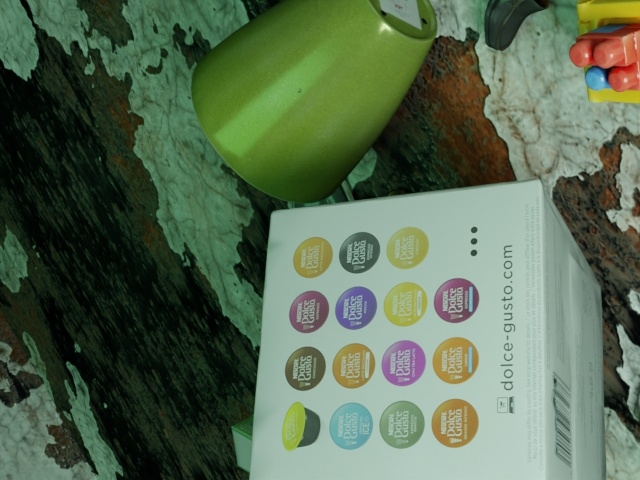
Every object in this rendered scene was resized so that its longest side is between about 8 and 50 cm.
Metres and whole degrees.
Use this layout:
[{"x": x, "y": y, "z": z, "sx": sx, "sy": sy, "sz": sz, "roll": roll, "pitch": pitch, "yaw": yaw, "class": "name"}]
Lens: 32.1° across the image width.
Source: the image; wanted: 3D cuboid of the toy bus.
[{"x": 0.362, "y": -0.200, "z": 1.115, "sx": 0.220, "sy": 0.211, "sz": 0.149, "roll": 11, "pitch": 118, "yaw": 48, "class": "toy bus"}]

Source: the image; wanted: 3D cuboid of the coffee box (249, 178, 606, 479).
[{"x": 0.142, "y": 0.162, "z": 1.332, "sx": 0.334, "sy": 0.338, "sz": 0.338, "roll": -6, "pitch": 67, "yaw": 24, "class": "coffee box"}]

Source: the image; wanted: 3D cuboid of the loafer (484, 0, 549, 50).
[{"x": 0.246, "y": -0.294, "z": 1.340, "sx": 0.061, "sy": 0.062, "sz": 0.170, "roll": 41, "pitch": 141, "yaw": 23, "class": "loafer"}]

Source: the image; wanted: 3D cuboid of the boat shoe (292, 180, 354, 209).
[{"x": 0.000, "y": 0.000, "z": 1.818, "sx": 0.116, "sy": 0.099, "sz": 0.319, "roll": 3, "pitch": 113, "yaw": 53, "class": "boat shoe"}]

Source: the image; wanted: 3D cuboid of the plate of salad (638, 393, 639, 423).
[{"x": 0.479, "y": 0.248, "z": 1.393, "sx": 0.200, "sy": 0.048, "sz": 0.200, "roll": 31, "pitch": 135, "yaw": 38, "class": "plate of salad"}]

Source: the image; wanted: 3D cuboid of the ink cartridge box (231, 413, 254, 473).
[{"x": -0.027, "y": 0.346, "z": 1.981, "sx": 0.154, "sy": 0.212, "sz": 0.093, "roll": 17, "pitch": 121, "yaw": 48, "class": "ink cartridge box"}]

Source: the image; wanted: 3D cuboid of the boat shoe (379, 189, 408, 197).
[{"x": 0.122, "y": -0.003, "z": 1.702, "sx": 0.049, "sy": 0.056, "sz": 0.152, "roll": 7, "pitch": 107, "yaw": 56, "class": "boat shoe"}]

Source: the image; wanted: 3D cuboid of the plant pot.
[{"x": 0.013, "y": -0.243, "z": 1.535, "sx": 0.293, "sy": 0.275, "sz": 0.275, "roll": -40, "pitch": 78, "yaw": 39, "class": "plant pot"}]
